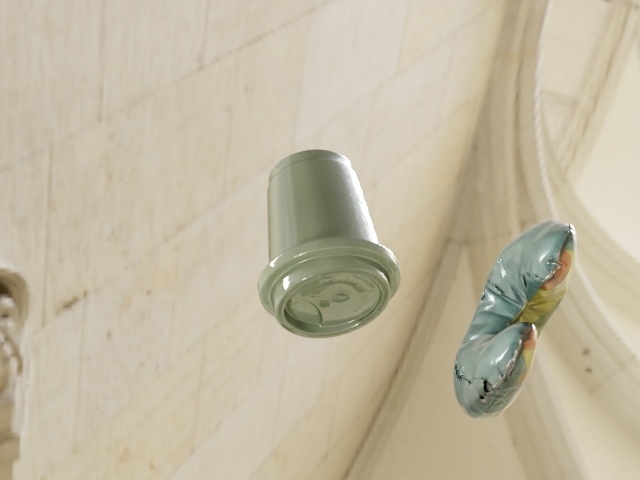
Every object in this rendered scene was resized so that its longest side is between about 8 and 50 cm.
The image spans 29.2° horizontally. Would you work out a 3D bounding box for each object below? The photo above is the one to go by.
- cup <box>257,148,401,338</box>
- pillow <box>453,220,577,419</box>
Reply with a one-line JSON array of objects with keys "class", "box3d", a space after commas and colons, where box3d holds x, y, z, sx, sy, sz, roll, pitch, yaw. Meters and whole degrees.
[{"class": "cup", "box3d": [0.000, 0.000, 1.047, 0.120, 0.120, 0.141, 1, -131, -16]}, {"class": "pillow", "box3d": [0.214, 0.090, 1.362, 0.086, 0.233, 0.214, 27, 166, 2]}]
